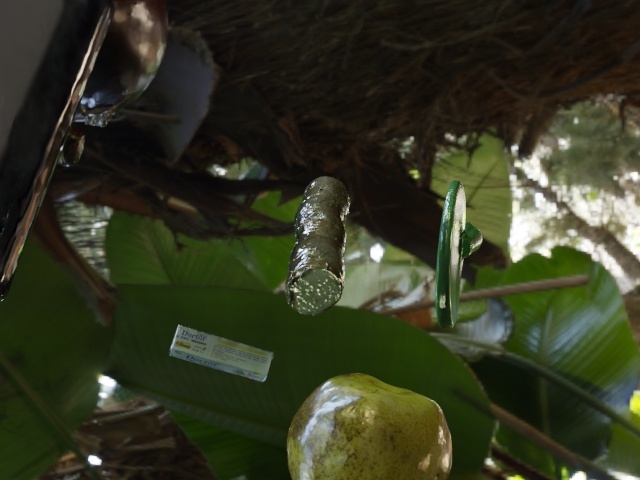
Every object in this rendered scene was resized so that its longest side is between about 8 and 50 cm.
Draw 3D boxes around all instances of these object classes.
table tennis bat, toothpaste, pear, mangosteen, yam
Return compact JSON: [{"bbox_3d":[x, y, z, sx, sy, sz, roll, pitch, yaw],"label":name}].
[{"bbox_3d":[0.155,0.010,0.903,0.257,0.039,0.160,-20,-66,-72],"label":"table tennis bat"},{"bbox_3d":[-0.159,0.183,1.280,0.034,0.164,0.046,121,165,-59],"label":"toothpaste"},{"bbox_3d":[0.053,0.258,0.930,0.197,0.197,0.197,0,-90,-59],"label":"pear"},{"bbox_3d":[-0.270,-0.194,0.797,0.235,0.235,0.261,28,-127,-56],"label":"mangosteen"},{"bbox_3d":[0.000,0.000,0.798,0.253,0.061,0.061,-84,-19,-67],"label":"yam"}]

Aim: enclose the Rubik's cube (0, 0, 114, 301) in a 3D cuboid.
[{"bbox_3d":[-0.292,-0.155,0.370,0.313,0.316,0.318,28,-112,-36],"label":"Rubik's cube"}]
